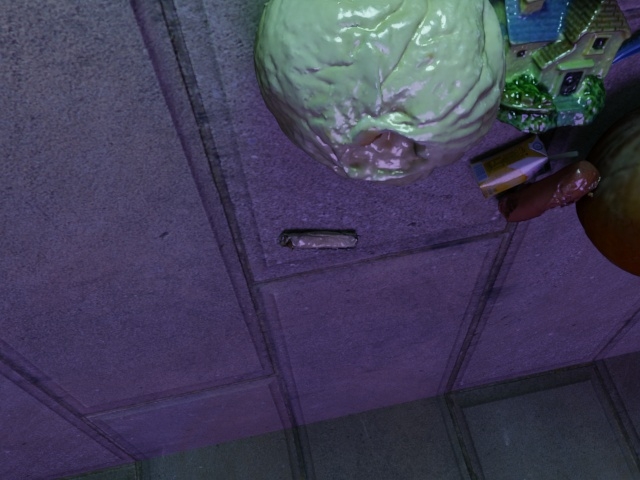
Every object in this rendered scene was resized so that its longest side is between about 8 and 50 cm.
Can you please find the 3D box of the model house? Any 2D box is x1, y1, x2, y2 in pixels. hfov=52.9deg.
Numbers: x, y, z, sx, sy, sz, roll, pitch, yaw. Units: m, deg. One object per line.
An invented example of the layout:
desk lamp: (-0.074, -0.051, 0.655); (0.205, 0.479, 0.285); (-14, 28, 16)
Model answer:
model house: (0.333, -0.295, 0.960); (0.214, 0.195, 0.189); (-6, 141, -11)

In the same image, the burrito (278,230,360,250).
burrito: (0.000, 0.000, 1.446); (0.185, 0.041, 0.045); (2, 104, -23)

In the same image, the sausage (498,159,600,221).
sausage: (0.455, -0.090, 1.339); (0.087, 0.079, 0.326); (-39, -179, -16)

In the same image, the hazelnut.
hazelnut: (0.669, -0.108, 1.268); (0.315, 0.372, 0.372); (15, 166, 34)

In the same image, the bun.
bun: (0.074, -0.211, 0.895); (0.349, 0.227, 0.352); (-17, 139, 36)

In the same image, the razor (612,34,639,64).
razor: (0.531, -0.321, 1.126); (0.253, 0.042, 0.082); (-38, 163, 33)

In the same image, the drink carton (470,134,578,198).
drink carton: (0.413, -0.160, 1.309); (0.200, 0.074, 0.084); (-24, 149, 15)
